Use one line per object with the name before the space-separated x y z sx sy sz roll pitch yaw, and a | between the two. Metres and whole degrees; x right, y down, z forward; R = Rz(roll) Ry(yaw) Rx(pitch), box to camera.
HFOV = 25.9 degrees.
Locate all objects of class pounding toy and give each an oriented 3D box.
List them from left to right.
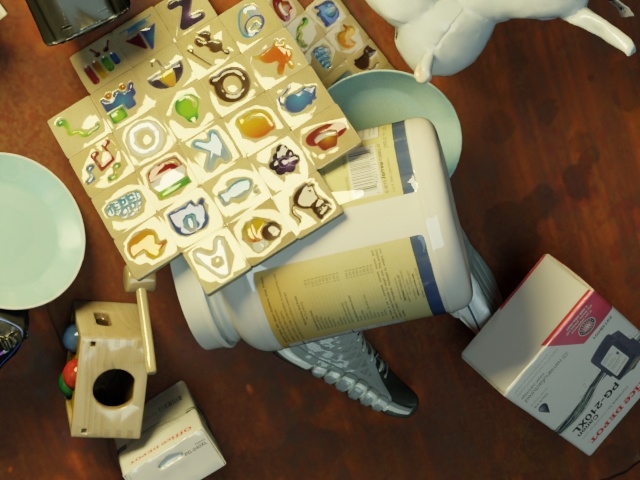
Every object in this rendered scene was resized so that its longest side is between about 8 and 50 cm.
pounding toy | -0.249 0.122 1.620 0.094 0.181 0.206 4 106 -16

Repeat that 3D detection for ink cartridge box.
ink cartridge box | -0.187 0.247 1.693 0.109 0.150 0.063 -31 112 -4
ink cartridge box | 0.318 0.150 1.783 0.172 0.100 0.237 -50 134 4

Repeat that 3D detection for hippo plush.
hippo plush | 0.181 -0.307 1.617 0.237 0.234 0.294 -34 110 25

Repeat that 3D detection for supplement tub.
supplement tub | 0.000 0.000 1.598 0.316 0.228 0.228 -12 111 7

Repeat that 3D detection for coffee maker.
coffee maker | -0.290 -0.302 1.480 0.120 0.171 0.178 -18 111 20

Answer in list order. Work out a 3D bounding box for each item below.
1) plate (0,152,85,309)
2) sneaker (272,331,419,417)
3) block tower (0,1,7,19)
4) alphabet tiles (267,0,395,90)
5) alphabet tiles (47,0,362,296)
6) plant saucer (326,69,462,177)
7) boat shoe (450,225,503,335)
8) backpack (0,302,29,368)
plate | -0.359 -0.009 1.589 0.188 0.024 0.188 13 67 -32
sneaker | 0.054 0.127 1.757 0.229 0.086 0.132 29 96 -20
block tower | -0.498 -0.184 1.505 0.335 0.097 0.091 -37 113 1
alphabet tiles | -0.015 -0.180 1.680 0.198 0.009 0.237 -41 112 1
alphabet tiles | -0.131 -0.119 1.537 0.285 0.011 0.342 -32 68 -1
plant saucer | 0.072 -0.124 1.678 0.195 0.037 0.194 -1 122 -1
boat shoe | 0.170 0.050 1.776 0.076 0.083 0.226 -17 118 23
backpack | -0.436 0.108 1.601 0.158 0.117 0.173 31 115 -21
